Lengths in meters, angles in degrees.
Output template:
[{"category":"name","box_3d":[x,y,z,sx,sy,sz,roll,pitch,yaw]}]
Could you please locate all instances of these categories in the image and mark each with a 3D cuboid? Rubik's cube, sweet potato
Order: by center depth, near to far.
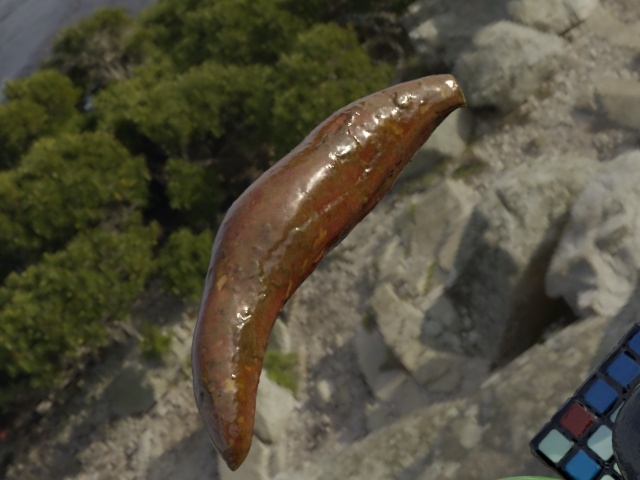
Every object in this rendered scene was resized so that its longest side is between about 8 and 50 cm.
[{"category":"sweet potato","box_3d":[-0.010,-0.004,0.639,0.255,0.078,0.058,-57,1,-25]},{"category":"Rubik's cube","box_3d":[0.346,0.216,1.258,0.184,0.182,0.187,-47,-17,1]}]

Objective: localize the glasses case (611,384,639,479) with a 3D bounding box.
[{"category":"glasses case","box_3d":[0.315,0.209,0.756,0.075,0.314,0.122,-22,-23,-50]}]

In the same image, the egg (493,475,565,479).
[{"category":"egg","box_3d":[0.217,0.335,1.099,0.270,0.220,0.220,22,55,13]}]
